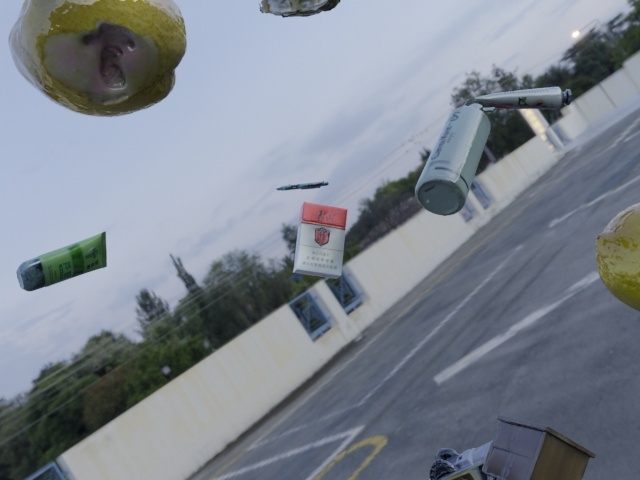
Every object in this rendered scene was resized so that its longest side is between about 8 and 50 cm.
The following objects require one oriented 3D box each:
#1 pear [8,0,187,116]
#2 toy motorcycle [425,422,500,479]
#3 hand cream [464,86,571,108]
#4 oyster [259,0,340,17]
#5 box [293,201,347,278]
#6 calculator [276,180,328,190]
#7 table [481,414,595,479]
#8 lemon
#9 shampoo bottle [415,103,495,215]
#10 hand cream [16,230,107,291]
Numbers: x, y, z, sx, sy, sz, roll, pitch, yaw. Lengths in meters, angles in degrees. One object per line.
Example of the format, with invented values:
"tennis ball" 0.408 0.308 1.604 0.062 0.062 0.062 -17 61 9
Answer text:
"pear" -0.351 -0.327 0.972 0.271 0.271 0.271 -34 -4 -3
"toy motorcycle" 0.337 0.482 1.248 0.263 0.157 0.091 -35 -7 22
"hand cream" 0.457 -0.326 1.402 0.234 0.050 0.080 -2 0 6
"oyster" -0.030 -0.665 1.573 0.294 0.166 0.094 -3 5 32
"box" 0.000 0.000 1.304 0.100 0.152 0.048 10 -13 -13
"calculator" -0.050 -0.149 1.666 0.141 0.019 0.094 -8 4 -32
"table" 0.227 0.245 0.649 0.082 0.070 0.083 -64 14 -16
"lemon" 0.660 0.032 1.138 0.263 0.236 0.236 -14 0 12
"shampoo bottle" 0.243 -0.159 1.069 0.085 0.085 0.262 -38 18 50
"hand cream" -0.500 0.046 1.185 0.175 0.046 0.095 -22 -42 -38
